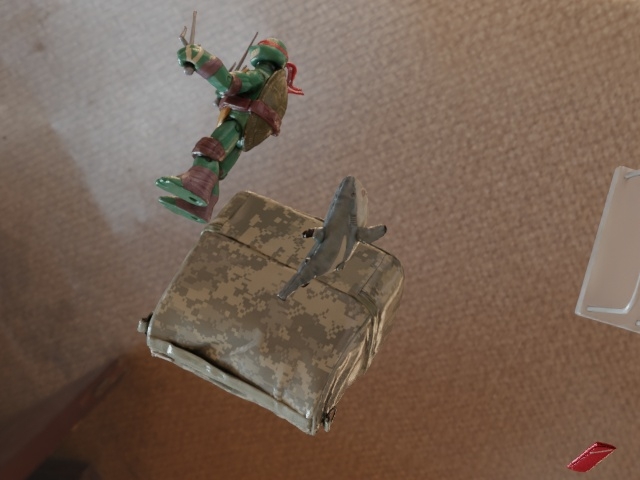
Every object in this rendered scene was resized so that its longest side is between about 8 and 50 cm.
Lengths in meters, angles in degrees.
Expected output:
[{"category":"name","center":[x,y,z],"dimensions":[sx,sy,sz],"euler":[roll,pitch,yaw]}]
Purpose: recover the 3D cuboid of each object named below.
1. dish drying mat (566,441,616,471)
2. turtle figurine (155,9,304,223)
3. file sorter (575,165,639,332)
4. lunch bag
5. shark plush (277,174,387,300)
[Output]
[{"category":"dish drying mat","center":[0.369,0.296,1.432],"dimensions":[0.032,0.008,0.083],"euler":[13,142,-12]},{"category":"turtle figurine","center":[-0.095,-0.140,1.095],"dimensions":[0.118,0.234,0.175],"euler":[17,164,17]},{"category":"file sorter","center":[0.480,0.035,1.239],"dimensions":[0.277,0.173,0.193],"euler":[17,86,-2]},{"category":"lunch bag","center":[-0.068,0.109,1.486],"dimensions":[0.305,0.256,0.213],"euler":[26,143,14]},{"category":"shark plush","center":[0.000,0.000,1.237],"dimensions":[0.161,0.073,0.067],"euler":[-43,130,1]}]
